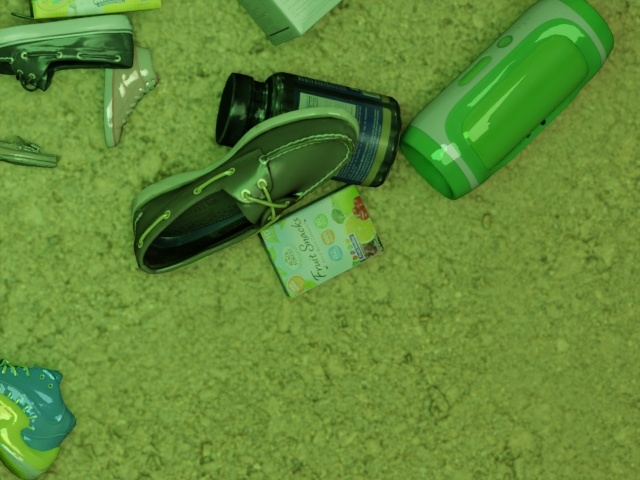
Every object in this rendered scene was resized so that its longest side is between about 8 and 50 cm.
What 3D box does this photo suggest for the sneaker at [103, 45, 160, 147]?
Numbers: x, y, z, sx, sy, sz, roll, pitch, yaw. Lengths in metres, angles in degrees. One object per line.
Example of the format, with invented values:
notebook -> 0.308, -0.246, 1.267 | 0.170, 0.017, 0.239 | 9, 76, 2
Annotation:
sneaker -> -0.238, -0.182, 1.882 | 0.070, 0.051, 0.134 | 3, 89, -8

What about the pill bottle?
pill bottle -> -0.017, -0.146, 1.901 | 0.219, 0.123, 0.122 | 12, 91, -13

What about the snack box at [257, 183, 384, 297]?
snack box -> 0.000, 0.000, 1.959 | 0.141, 0.037, 0.100 | -26, 99, -10

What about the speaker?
speaker -> 0.244, -0.192, 1.959 | 0.296, 0.131, 0.131 | -44, 102, -7

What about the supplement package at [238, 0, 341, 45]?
supplement package -> -0.070, -0.383, 1.861 | 0.134, 0.139, 0.244 | -43, 102, -11

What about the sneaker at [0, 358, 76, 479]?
sneaker -> -0.402, 0.179, 1.866 | 0.126, 0.091, 0.240 | -45, 103, -25

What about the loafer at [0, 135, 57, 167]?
loafer -> -0.388, -0.116, 1.858 | 0.125, 0.045, 0.039 | 7, 86, -11

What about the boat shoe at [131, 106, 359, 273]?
boat shoe -> -0.092, -0.057, 1.828 | 0.324, 0.096, 0.116 | -24, 133, 19

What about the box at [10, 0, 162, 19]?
box -> -0.290, -0.295, 1.834 | 0.179, 0.105, 0.043 | -9, 100, -12

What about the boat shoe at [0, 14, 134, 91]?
boat shoe -> -0.338, -0.220, 1.829 | 0.229, 0.080, 0.076 | -9, 84, -7
